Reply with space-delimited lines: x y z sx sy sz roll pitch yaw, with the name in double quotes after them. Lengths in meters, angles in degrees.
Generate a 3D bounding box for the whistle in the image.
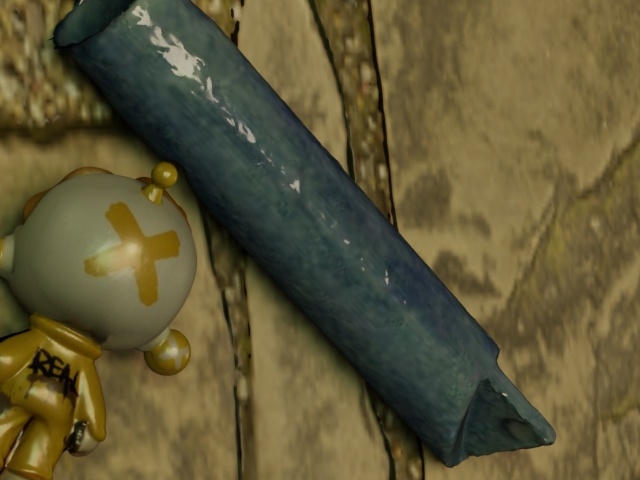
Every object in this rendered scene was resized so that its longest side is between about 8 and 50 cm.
0.000 0.000 0.901 0.304 0.062 0.062 48 58 -26 "whistle"

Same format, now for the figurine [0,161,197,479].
-0.106 0.033 0.811 0.143 0.068 0.101 -40 104 -17 "figurine"
